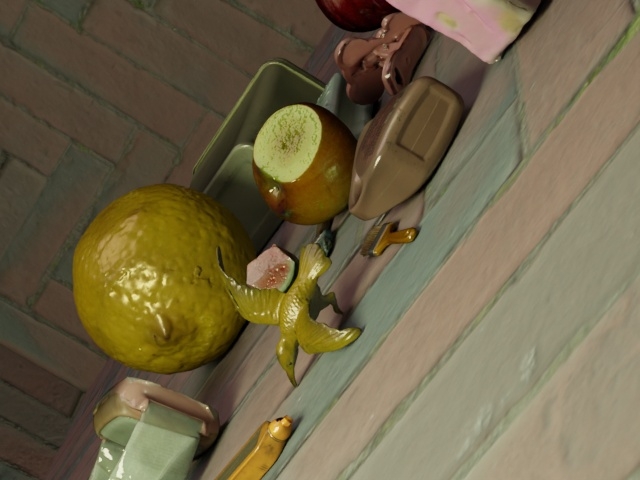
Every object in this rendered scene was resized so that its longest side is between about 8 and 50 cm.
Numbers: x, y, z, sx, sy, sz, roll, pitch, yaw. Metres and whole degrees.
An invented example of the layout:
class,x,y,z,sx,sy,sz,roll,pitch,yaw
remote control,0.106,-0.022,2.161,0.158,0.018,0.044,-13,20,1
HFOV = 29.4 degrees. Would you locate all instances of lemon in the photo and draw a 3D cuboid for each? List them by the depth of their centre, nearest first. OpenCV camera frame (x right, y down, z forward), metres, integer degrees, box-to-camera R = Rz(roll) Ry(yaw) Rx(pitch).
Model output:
class,x,y,z,sx,sy,sz,roll,pitch,yaw
lemon,-0.253,0.061,2.008,0.336,0.336,0.336,-56,10,15

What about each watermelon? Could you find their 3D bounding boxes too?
class,x,y,z,sx,sy,sz,roll,pitch,yaw
watermelon,-0.067,0.049,1.786,0.084,0.072,0.092,-42,3,-8

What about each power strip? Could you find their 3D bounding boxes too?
class,x,y,z,sx,sy,sz,roll,pitch,yaw
power strip,-0.078,0.247,1.338,0.178,0.028,0.049,-52,11,33

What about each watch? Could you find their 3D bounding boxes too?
class,x,y,z,sx,sy,sz,roll,pitch,yaw
watch,-0.262,0.335,1.663,0.253,0.161,0.241,-43,25,59

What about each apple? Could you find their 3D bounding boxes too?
class,x,y,z,sx,sy,sz,roll,pitch,yaw
apple,-0.019,-0.103,1.716,0.147,0.163,0.146,-44,40,-20

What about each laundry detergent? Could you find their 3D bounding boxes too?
class,x,y,z,sx,sy,sz,roll,pitch,yaw
laundry detergent,0.079,-0.099,1.475,0.171,0.076,0.237,-61,10,-13

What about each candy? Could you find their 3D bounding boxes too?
class,x,y,z,sx,sy,sz,roll,pitch,yaw
candy,0.135,-0.336,1.374,0.156,0.265,0.116,-65,8,-33

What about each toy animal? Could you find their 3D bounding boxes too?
class,x,y,z,sx,sy,sz,roll,pitch,yaw
toy animal,-0.014,0.090,1.377,0.219,0.155,0.095,23,48,41

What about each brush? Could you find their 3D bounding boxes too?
class,x,y,z,sx,sy,sz,roll,pitch,yaw
brush,0.078,-0.003,1.371,0.043,0.014,0.170,-61,11,-9
brush,0.000,0.000,1.748,0.070,0.021,0.196,-55,8,24

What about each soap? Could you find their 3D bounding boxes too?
class,x,y,z,sx,sy,sz,roll,pitch,yaw
soap,0.015,-0.159,1.933,0.150,0.094,0.261,-54,11,22

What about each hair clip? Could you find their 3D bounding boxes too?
class,x,y,z,sx,sy,sz,roll,pitch,yaw
hair clip,0.097,-0.285,1.872,0.102,0.123,0.138,9,59,32

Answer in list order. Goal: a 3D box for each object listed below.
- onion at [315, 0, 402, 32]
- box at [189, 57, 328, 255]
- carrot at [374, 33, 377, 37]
class,x,y,z,sx,sy,sz,roll,pitch,yaw
onion,0.103,-0.510,2.006,0.347,0.285,0.347,-39,10,8
box,-0.140,-0.129,2.398,0.352,0.177,0.344,-51,13,33
carrot,0.056,-0.246,2.083,0.225,0.067,0.067,-54,11,19
